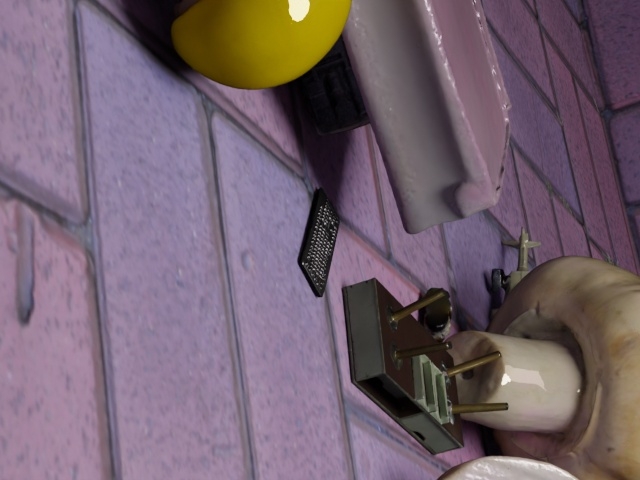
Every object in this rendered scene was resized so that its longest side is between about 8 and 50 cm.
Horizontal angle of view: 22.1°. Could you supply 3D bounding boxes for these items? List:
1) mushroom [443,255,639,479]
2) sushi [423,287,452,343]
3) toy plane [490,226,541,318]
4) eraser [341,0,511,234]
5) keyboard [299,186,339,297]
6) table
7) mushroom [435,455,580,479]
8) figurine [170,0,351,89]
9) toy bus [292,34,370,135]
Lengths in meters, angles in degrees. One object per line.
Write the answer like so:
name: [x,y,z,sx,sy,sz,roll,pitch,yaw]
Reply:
mushroom: [0.340,0.171,2.092,0.353,0.325,0.353,53,17,-24]
sushi: [0.144,0.102,2.076,0.083,0.044,0.046,-77,167,-52]
toy plane: [0.304,0.068,2.467,0.286,0.092,0.108,-81,169,-52]
eraser: [0.112,-0.228,1.808,0.272,0.122,0.359,-77,151,-54]
keyboard: [0.000,0.000,1.791,0.053,0.010,0.155,61,22,-27]
table: [0.128,0.139,1.870,0.240,0.111,0.121,45,34,-53]
mushroom: [0.152,0.332,1.783,0.236,0.173,0.162,-65,-168,-11]
figurine: [-0.105,-0.297,1.517,0.343,0.187,0.215,56,31,-27]
toy bus: [-0.008,-0.293,1.901,0.138,0.097,0.342,-19,91,-77]
